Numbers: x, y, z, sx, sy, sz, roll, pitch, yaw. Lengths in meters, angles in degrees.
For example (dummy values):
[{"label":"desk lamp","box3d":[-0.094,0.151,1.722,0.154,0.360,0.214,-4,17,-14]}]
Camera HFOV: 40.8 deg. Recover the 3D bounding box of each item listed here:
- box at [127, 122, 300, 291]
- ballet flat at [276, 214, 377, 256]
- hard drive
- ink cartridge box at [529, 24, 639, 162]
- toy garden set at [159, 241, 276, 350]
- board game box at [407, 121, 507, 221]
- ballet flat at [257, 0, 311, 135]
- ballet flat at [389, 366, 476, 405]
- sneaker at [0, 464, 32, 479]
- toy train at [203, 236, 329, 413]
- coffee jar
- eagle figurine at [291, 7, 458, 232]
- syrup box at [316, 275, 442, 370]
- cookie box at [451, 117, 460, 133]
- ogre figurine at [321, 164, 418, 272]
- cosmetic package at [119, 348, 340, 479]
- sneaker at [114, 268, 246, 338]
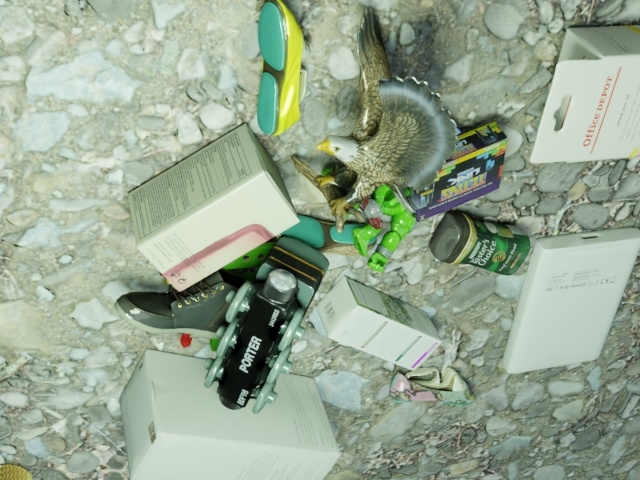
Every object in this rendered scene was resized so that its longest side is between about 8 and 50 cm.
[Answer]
[{"label":"box","box3d":[-0.172,-0.052,1.375,0.232,0.149,0.127,-29,132,6]},{"label":"ballet flat","box3d":[0.000,0.000,1.536,0.206,0.073,0.067,8,147,-20]},{"label":"hard drive","box3d":[0.533,0.133,1.842,0.233,0.047,0.353,-7,129,-14]},{"label":"ink cartridge box","box3d":[0.510,-0.252,1.470,0.353,0.119,0.207,-6,130,-16]},{"label":"toy garden set","box3d":[-0.192,0.099,1.563,0.203,0.049,0.244,-5,130,-17]},{"label":"board game box","box3d":[0.235,-0.117,1.498,0.170,0.048,0.141,-23,145,-10]},{"label":"ballet flat","box3d":[-0.053,-0.265,1.304,0.077,0.077,0.231,-22,138,-30]},{"label":"ballet flat","box3d":[0.255,0.316,1.885,0.221,0.077,0.079,7,106,-24]},{"label":"sneaker","box3d":[-0.656,0.507,1.725,0.185,0.069,0.084,-16,140,2]},{"label":"toy train","box3d":[-0.092,0.151,1.480,0.142,0.190,0.334,27,130,5]},{"label":"coffee jar","box3d":[0.300,0.006,1.635,0.184,0.079,0.096,11,123,-26]},{"label":"eagle figurine","box3d":[0.085,-0.160,1.304,0.226,0.225,0.298,34,118,4]},{"label":"syrup box","box3d":[0.117,0.166,1.691,0.237,0.093,0.096,26,115,-34]},{"label":"cookie box","box3d":[0.168,-0.193,1.451,0.092,0.040,0.107,-41,129,17]},{"label":"ogre figurine","box3d":[0.093,-0.054,1.492,0.118,0.197,0.097,-30,172,-11]},{"label":"cosmetic package","box3d":[-0.178,0.362,1.671,0.385,0.217,0.156,15,122,-27]},{"label":"sneaker","box3d":[-0.233,0.093,1.460,0.222,0.083,0.118,12,119,-41]}]
